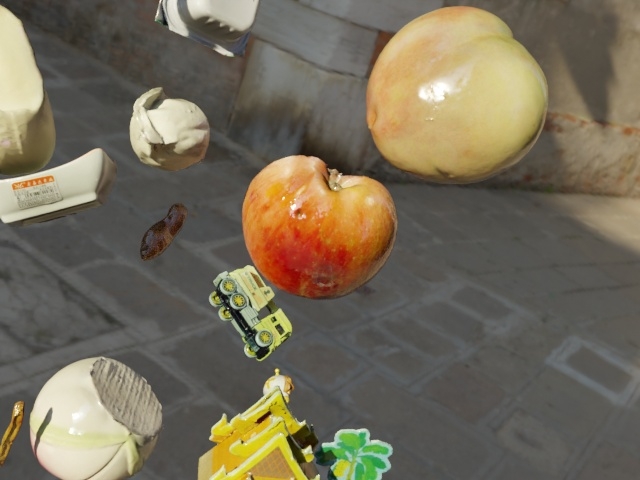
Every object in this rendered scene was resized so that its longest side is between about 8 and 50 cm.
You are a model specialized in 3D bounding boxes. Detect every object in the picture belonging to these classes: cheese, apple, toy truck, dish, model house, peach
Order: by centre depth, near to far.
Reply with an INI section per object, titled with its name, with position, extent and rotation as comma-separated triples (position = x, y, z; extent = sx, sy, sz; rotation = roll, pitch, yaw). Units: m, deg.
[cheese]
position = -0.509, -0.234, 1.231
extent = 0.127, 0.266, 0.233
rotation = -19, -5, -25
[dish]
position = -0.433, -0.077, 1.269
extent = 0.212, 0.077, 0.151
rotation = -15, 0, -6
[peach]
position = 0.214, -0.230, 1.271
extent = 0.292, 0.292, 0.247
rotation = 16, -18, -11
[model house]
position = -0.041, 0.443, 1.418
extent = 0.357, 0.313, 0.242
rotation = 10, 27, -9
[toy truck]
position = -0.119, 0.123, 1.424
extent = 0.100, 0.077, 0.169
rotation = -31, 81, -36
[apple]
position = 0.000, 0.000, 1.429
extent = 0.293, 0.251, 0.163
rotation = 9, 41, -9

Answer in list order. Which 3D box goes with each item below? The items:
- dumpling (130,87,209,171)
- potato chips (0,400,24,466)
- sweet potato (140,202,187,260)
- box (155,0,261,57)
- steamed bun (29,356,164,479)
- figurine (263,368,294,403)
[dumpling]
position = -0.251, -0.186, 1.300
extent = 0.118, 0.136, 0.199
rotation = -13, -4, 13
[potato chips]
position = -0.659, 0.419, 1.657
extent = 0.026, 0.204, 0.037
rotation = 8, 35, -34
[sweet potato]
position = -0.313, -0.016, 1.562
extent = 0.058, 0.055, 0.202
rotation = 9, 36, 13
[box]
position = -0.224, -0.635, 1.892
extent = 0.264, 0.337, 0.106
rotation = 16, -4, -40
[steamed bun]
position = -0.541, 0.440, 1.823
extent = 0.309, 0.309, 0.309
rotation = 18, 22, -7
[figurine]
position = -0.116, 0.385, 1.876
extent = 0.068, 0.143, 0.101
rotation = 32, 4, -17
